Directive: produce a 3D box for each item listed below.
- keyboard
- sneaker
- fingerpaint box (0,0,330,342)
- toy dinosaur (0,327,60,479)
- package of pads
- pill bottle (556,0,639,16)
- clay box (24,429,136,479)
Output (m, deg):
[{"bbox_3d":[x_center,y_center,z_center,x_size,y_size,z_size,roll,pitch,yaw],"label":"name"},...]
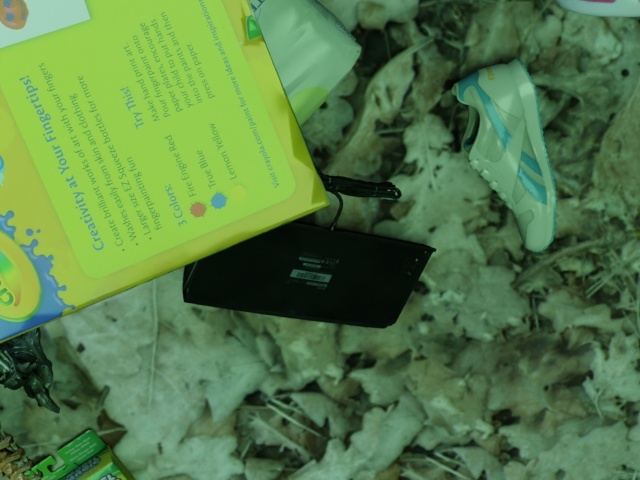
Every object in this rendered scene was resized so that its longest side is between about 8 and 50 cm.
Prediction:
[{"bbox_3d":[0.000,0.000,1.997,0.317,0.033,0.201,10,117,-39],"label":"keyboard"},{"bbox_3d":[0.214,-0.092,2.047,0.092,0.087,0.229,-15,107,-1],"label":"sneaker"},{"bbox_3d":[-0.247,-0.177,1.700,0.371,0.163,0.445,-23,104,-2],"label":"fingerpaint box"},{"bbox_3d":[-0.397,0.165,1.902,0.164,0.218,0.322,-27,74,13],"label":"toy dinosaur"},{"bbox_3d":[-0.128,-0.171,1.911,0.229,0.101,0.296,39,98,-24],"label":"package of pads"},{"bbox_3d":[0.328,-0.394,1.909,0.160,0.160,0.283,-8,113,-11],"label":"pill bottle"},{"bbox_3d":[-0.256,0.341,2.105,0.127,0.053,0.222,-35,116,0],"label":"clay box"}]
